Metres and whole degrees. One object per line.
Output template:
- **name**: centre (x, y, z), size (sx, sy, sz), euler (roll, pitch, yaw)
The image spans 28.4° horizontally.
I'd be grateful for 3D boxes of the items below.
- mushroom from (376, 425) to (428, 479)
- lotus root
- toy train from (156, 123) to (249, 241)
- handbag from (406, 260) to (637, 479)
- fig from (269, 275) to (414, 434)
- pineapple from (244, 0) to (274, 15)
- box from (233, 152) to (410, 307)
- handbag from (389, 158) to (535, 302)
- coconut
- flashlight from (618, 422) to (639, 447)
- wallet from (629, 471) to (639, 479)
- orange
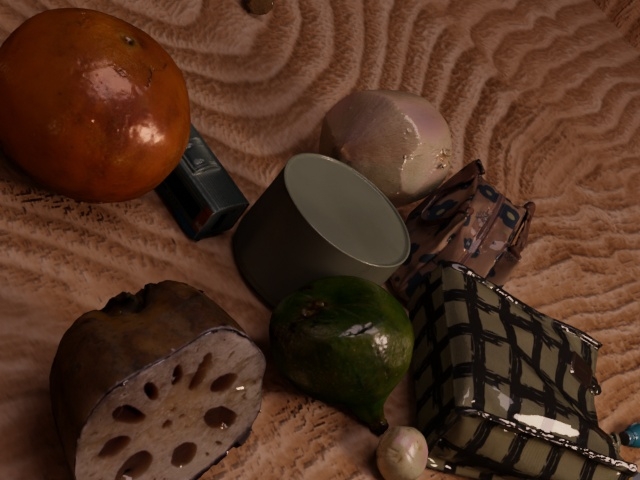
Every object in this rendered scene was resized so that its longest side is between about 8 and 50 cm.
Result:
- **mushroom**: centre (0.111, 0.297, 1.755), size (0.083, 0.067, 0.084), euler (4, 85, -43)
- **lotus root**: centre (-0.199, 0.152, 1.444), size (0.272, 0.272, 0.192), euler (3, 40, -46)
- **toy train**: centre (-0.256, -0.184, 1.897), size (0.086, 0.089, 0.409), euler (-17, 65, -48)
- **handbag**: centre (0.297, 0.227, 1.928), size (0.327, 0.162, 0.325), euler (22, 38, -17)
- **fig**: centre (0.032, 0.176, 1.756), size (0.203, 0.235, 0.203), euler (-6, 29, 3)
- **pineapple**: centre (-0.122, -0.479, 2.416), size (0.058, 0.058, 0.124), euler (24, 32, -28)
- **box**: centre (0.000, 0.000, 1.890), size (0.226, 0.149, 0.226), euler (29, 33, -21)
- **handbag**: centre (0.244, 0.005, 2.117), size (0.190, 0.193, 0.251), euler (35, 32, -5)
- **coconut**: centre (0.100, -0.148, 2.129), size (0.224, 0.224, 0.234), euler (49, 26, 9)
- **flashlight**: centre (0.570, 0.342, 2.217), size (0.129, 0.051, 0.051), euler (-2, 53, -44)
- **wallet**: centre (0.463, 0.416, 1.997), size (0.231, 0.069, 0.170), euler (29, 38, -7)
- **orange**: centre (-0.310, -0.186, 1.714), size (0.284, 0.226, 0.284), euler (31, 29, -19)
